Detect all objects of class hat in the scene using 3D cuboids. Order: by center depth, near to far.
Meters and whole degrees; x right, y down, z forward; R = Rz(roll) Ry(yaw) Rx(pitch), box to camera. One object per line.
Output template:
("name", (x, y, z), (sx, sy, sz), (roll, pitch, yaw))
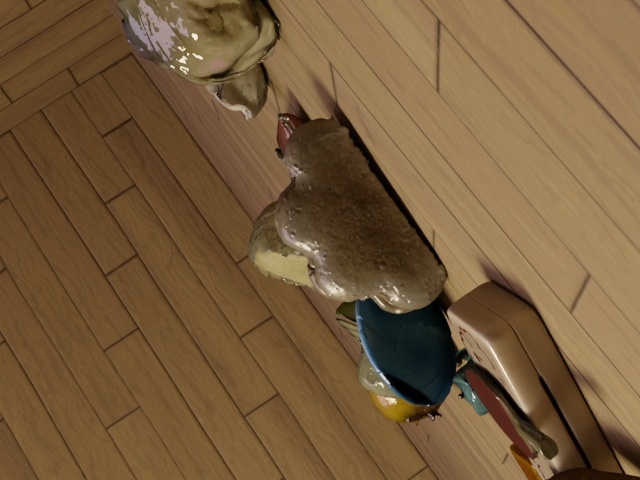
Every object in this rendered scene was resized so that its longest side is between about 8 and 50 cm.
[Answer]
("hat", (0.257, 0.237, 1.758), (0.138, 0.078, 0.191), (56, 173, 21))
("hat", (0.125, 0.235, 2.019), (0.252, 0.110, 0.252), (21, 175, 2))

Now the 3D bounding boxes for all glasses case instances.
("glasses case", (0.291, 0.216, 1.444), (0.336, 0.076, 0.144), (58, 172, -20))

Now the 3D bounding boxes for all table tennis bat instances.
("table tennis bat", (0.251, 0.234, 1.415), (0.138, 0.022, 0.246), (57, 175, -13))

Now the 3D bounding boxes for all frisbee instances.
("frisbee", (0.150, 0.149, 1.760), (0.242, 0.045, 0.242), (28, -133, -35))

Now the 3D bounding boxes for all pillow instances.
("pillow", (-0.030, -0.145, 1.958), (0.171, 0.075, 0.179), (54, 174, 0))

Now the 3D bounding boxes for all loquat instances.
("loquat", (0.172, 0.274, 2.185), (0.172, 0.149, 0.204), (7, -120, -45))

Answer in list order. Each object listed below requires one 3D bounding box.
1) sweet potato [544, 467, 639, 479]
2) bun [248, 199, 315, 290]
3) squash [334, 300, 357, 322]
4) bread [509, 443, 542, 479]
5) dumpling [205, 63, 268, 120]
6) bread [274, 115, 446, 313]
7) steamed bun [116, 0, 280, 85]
("sweet potato", (0.345, 0.335, 1.316), (0.286, 0.085, 0.112), (-2, 92, 50))
("bun", (0.000, 0.000, 1.974), (0.259, 0.259, 0.152), (90, -170, -74))
("squash", (0.149, 0.145, 2.100), (0.192, 0.085, 0.184), (22, -179, 32))
("bread", (0.373, 0.393, 1.864), (0.090, 0.035, 0.094), (58, 173, -15))
("dumpling", (-0.152, -0.292, 2.004), (0.136, 0.118, 0.199), (44, -151, -35))
("bread", (0.040, -0.019, 1.663), (0.337, 0.183, 0.102), (54, 170, -5))
("steamed bun", (-0.214, -0.369, 1.663), (0.280, 0.207, 0.268), (55, 173, 24))
